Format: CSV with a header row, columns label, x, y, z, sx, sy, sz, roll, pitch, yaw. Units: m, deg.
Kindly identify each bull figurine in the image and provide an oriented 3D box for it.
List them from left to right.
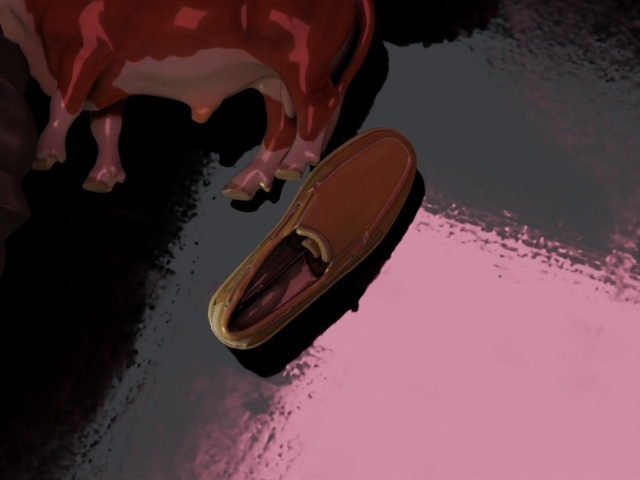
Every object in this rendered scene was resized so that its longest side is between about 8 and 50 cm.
label,x,y,z,sx,sy,sz,roll,pitch,yaw
bull figurine,-0.119,-0.131,1.175,0.310,0.101,0.188,2,76,12

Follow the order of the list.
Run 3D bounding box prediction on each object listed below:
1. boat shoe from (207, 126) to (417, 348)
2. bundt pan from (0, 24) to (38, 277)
label,x,y,z,sx,sy,sz,roll,pitch,yaw
boat shoe,0.000,0.000,1.117,0.068,0.072,0.190,39,85,-2
bundt pan,-0.317,-0.049,1.125,0.331,0.124,0.330,-10,74,35
